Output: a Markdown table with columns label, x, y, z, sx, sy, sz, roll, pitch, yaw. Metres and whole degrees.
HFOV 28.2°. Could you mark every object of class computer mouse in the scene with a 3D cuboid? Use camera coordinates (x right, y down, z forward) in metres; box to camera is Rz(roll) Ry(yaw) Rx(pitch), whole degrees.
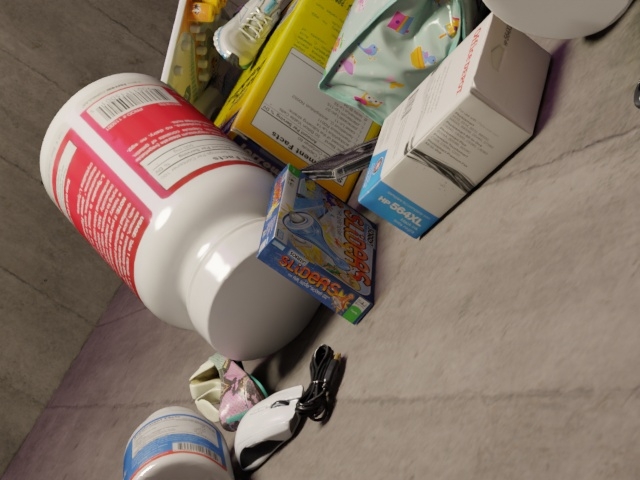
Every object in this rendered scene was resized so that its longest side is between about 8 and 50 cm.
| label | x | y | z | sx | sy | sz | roll | pitch | yaw |
| --- | --- | --- | --- | --- | --- | --- | --- | --- | --- |
| computer mouse | -0.047 | 0.188 | 1.378 | 0.193 | 0.042 | 0.106 | -45 | 17 | 39 |

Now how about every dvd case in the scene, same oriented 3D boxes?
| label | x | y | z | sx | sy | sz | roll | pitch | yaw |
| --- | --- | --- | --- | --- | --- | --- | --- | --- | --- |
| dvd case | 0.063 | -0.109 | 1.572 | 0.164 | 0.018 | 0.221 | -23 | 8 | -12 |

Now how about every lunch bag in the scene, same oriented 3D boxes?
| label | x | y | z | sx | sy | sz | roll | pitch | yaw |
| --- | --- | --- | --- | --- | --- | --- | --- | --- | --- |
| lunch bag | 0.136 | -0.308 | 1.680 | 0.262 | 0.160 | 0.223 | -51 | 11 | 46 |

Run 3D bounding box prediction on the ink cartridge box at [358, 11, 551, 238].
| label | x | y | z | sx | sy | sz | roll | pitch | yaw |
| --- | --- | --- | --- | --- | --- | --- | --- | --- | --- |
| ink cartridge box | 0.141 | -0.120 | 1.347 | 0.203 | 0.086 | 0.148 | -43 | 18 | 43 |

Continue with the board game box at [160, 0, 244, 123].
| label | x | y | z | sx | sy | sz | roll | pitch | yaw |
| --- | --- | --- | --- | --- | --- | --- | --- | --- | --- |
| board game box | -0.169 | -0.175 | 2.051 | 0.390 | 0.050 | 0.390 | 45 | -126 | -70 |

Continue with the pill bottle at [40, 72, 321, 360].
| label | x | y | z | sx | sy | sz | roll | pitch | yaw |
| --- | --- | --- | --- | --- | --- | --- | --- | --- | --- |
| pill bottle | -0.174 | -0.032 | 1.631 | 0.229 | 0.229 | 0.407 | -54 | 49 | 8 |

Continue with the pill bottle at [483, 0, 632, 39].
| label | x | y | z | sx | sy | sz | roll | pitch | yaw |
| --- | --- | --- | --- | --- | --- | --- | --- | --- | --- |
| pill bottle | 0.239 | -0.339 | 1.154 | 0.188 | 0.188 | 0.334 | -42 | 19 | 47 |

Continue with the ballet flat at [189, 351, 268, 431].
| label | x | y | z | sx | sy | sz | roll | pitch | yaw |
| --- | --- | --- | --- | --- | --- | --- | --- | --- | --- |
| ballet flat | -0.117 | 0.181 | 1.552 | 0.079 | 0.077 | 0.221 | -21 | 13 | -9 |

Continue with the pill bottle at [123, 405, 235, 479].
| label | x | y | z | sx | sy | sz | roll | pitch | yaw |
| --- | --- | --- | --- | --- | --- | --- | --- | --- | --- |
| pill bottle | -0.159 | 0.262 | 1.425 | 0.124 | 0.124 | 0.221 | -55 | 12 | 3 |

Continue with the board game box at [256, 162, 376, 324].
| label | x | y | z | sx | sy | sz | roll | pitch | yaw |
| --- | --- | --- | --- | --- | --- | --- | --- | --- | --- |
| board game box | 0.000 | 0.000 | 1.459 | 0.035 | 0.136 | 0.201 | -49 | 15 | 23 |

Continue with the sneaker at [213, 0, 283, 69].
| label | x | y | z | sx | sy | sz | roll | pitch | yaw |
| --- | --- | --- | --- | --- | --- | --- | --- | --- | --- |
| sneaker | -0.102 | -0.332 | 1.935 | 0.083 | 0.071 | 0.191 | -39 | 20 | 35 |

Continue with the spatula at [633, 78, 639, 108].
| label | x | y | z | sx | sy | sz | roll | pitch | yaw |
| --- | --- | --- | --- | --- | --- | --- | --- | --- | --- |
| spatula | 0.327 | -0.239 | 1.034 | 0.297 | 0.030 | 0.084 | -65 | 22 | 0 |

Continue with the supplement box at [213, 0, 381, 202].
| label | x | y | z | sx | sy | sz | roll | pitch | yaw |
| --- | --- | --- | --- | --- | --- | --- | --- | --- | --- |
| supplement box | -0.025 | -0.197 | 1.909 | 0.195 | 0.194 | 0.357 | -39 | 21 | 53 |
